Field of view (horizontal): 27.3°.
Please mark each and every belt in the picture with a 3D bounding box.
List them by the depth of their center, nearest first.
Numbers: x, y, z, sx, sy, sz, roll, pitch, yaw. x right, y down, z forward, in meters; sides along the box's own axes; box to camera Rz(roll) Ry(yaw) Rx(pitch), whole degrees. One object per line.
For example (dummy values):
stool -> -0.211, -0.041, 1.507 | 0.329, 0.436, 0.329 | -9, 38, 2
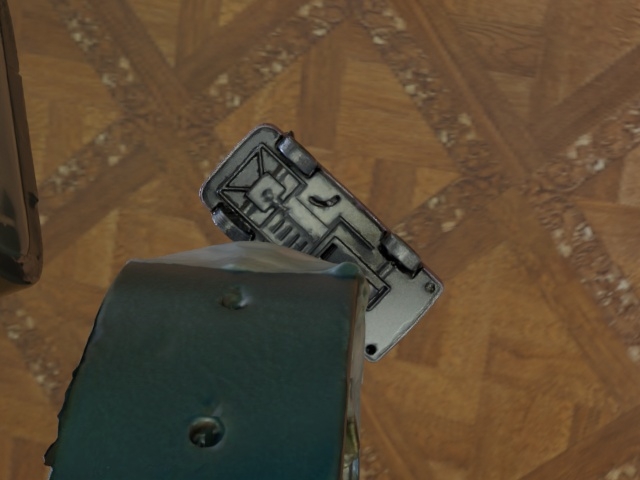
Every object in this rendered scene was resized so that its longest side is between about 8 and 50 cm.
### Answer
belt -> -0.053, 0.191, 0.716 | 0.173, 0.437, 0.300 | 1, 134, -1

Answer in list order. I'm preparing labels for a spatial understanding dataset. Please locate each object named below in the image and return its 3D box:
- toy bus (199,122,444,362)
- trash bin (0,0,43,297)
toy bus -> 0.000, 0.000, 0.956 | 0.178, 0.098, 0.087 | 43, 96, 0
trash bin -> -0.295, -0.056, 0.700 | 0.250, 0.219, 0.220 | -16, 71, 14
